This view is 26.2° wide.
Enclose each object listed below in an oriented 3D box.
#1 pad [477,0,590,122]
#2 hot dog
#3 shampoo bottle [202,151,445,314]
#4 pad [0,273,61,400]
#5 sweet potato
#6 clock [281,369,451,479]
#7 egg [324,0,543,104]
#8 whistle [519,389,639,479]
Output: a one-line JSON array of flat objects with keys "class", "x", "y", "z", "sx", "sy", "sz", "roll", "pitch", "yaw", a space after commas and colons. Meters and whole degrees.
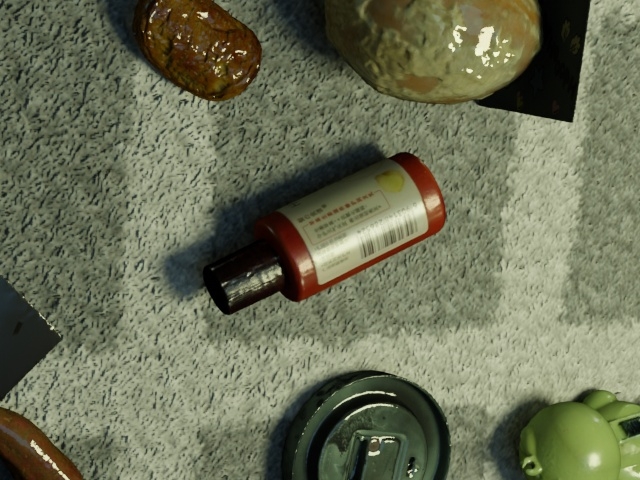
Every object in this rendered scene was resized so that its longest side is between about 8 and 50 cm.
[{"class": "pad", "x": 0.235, "y": -0.225, "z": 1.530, "sx": 0.006, "sy": 0.245, "sz": 0.170, "roll": 5, "pitch": 98, "yaw": -18}, {"class": "hot dog", "x": -0.132, "y": -0.212, "z": 1.455, "sx": 0.147, "sy": 0.065, "sz": 0.099, "roll": 34, "pitch": 85, "yaw": -16}, {"class": "shampoo bottle", "x": 0.000, "y": 0.000, "z": 1.536, "sx": 0.278, "sy": 0.104, "sz": 0.104, "roll": -26, "pitch": 110, "yaw": -20}, {"class": "pad", "x": -0.412, "y": 0.142, "z": 1.420, "sx": 0.265, "sy": 0.009, "sz": 0.159, "roll": -45, "pitch": 117, "yaw": -12}, {"class": "sweet potato", "x": -0.285, "y": 0.258, "z": 1.463, "sx": 0.058, "sy": 0.078, "sz": 0.255, "roll": -41, "pitch": 102, "yaw": -7}, {"class": "clock", "x": 0.055, "y": 0.261, "z": 1.648, "sx": 0.215, "sy": 0.042, "sz": 0.215, "roll": -5, "pitch": 101, "yaw": -25}, {"class": "egg", "x": 0.122, "y": -0.246, "z": 1.487, "sx": 0.245, "sy": 0.203, "sz": 0.203, "roll": 18, "pitch": 92, "yaw": 5}, {"class": "whistle", "x": 0.361, "y": 0.268, "z": 1.769, "sx": 0.294, "sy": 0.141, "sz": 0.141, "roll": 0, "pitch": 100, "yaw": -43}]
